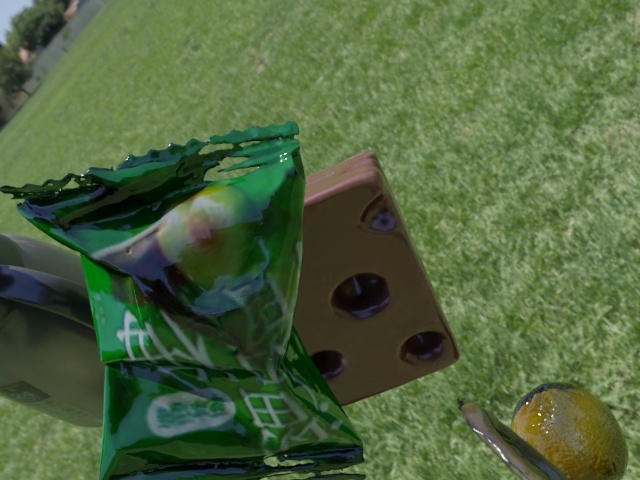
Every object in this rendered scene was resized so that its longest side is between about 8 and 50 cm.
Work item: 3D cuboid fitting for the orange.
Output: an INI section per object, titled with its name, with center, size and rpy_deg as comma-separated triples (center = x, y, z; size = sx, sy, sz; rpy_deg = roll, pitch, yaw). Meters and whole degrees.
[orange]
center = 0.189, 0.153, 0.567
size = 0.085, 0.095, 0.085
rpy_deg = -26, 11, 5

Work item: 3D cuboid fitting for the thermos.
[thermos]
center = -0.170, 0.047, 0.457
size = 0.137, 0.193, 0.105
rpy_deg = 7, 67, 21

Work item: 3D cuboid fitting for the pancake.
[pancake]
center = 0.117, 0.123, 0.399
size = 0.011, 0.115, 0.115
rpy_deg = -50, 24, 2

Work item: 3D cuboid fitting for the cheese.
[cheese]
center = 0.003, -0.002, 0.580
size = 0.128, 0.203, 0.177
rpy_deg = -25, 38, 7

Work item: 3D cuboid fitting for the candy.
[candy]
center = -0.058, 0.047, 0.380
size = 0.141, 0.203, 0.078
rpy_deg = -4, 21, 11
